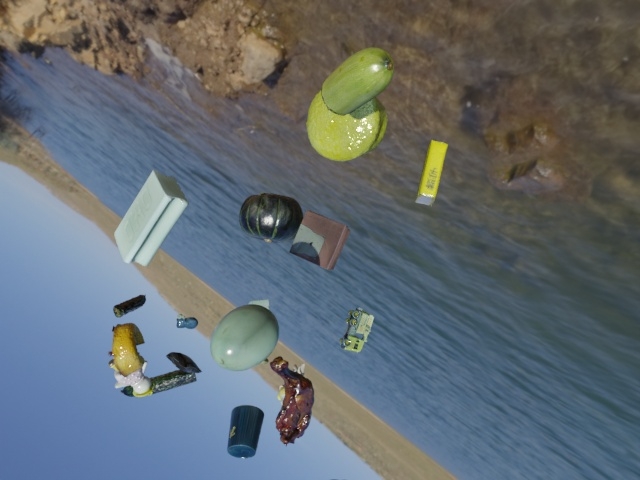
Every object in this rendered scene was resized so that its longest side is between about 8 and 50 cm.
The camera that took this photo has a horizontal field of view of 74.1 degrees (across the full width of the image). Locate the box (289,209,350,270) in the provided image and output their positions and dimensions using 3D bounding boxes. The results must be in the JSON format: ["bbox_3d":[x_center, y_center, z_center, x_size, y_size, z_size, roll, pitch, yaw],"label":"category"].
[{"bbox_3d":[0.000,0.000,1.889,0.215,0.215,0.086,22,179,25],"label":"box"}]

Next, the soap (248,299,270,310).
[{"bbox_3d":[-0.276,0.350,1.847,0.091,0.145,0.231,1,141,-16],"label":"soap"}]

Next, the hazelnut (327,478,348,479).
[{"bbox_3d":[0.024,0.723,1.094,0.180,0.212,0.181,16,-141,-49],"label":"hazelnut"}]

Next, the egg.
[{"bbox_3d":[-0.211,0.271,1.191,0.168,0.168,0.231,34,-153,13],"label":"egg"}]

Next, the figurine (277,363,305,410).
[{"bbox_3d":[-0.122,0.661,1.859,0.127,0.236,0.155,-21,153,39],"label":"figurine"}]

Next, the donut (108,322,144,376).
[{"bbox_3d":[-0.641,0.350,1.417,0.181,0.078,0.146,-112,10,-55],"label":"donut"}]

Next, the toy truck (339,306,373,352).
[{"bbox_3d":[0.145,0.348,1.636,0.100,0.169,0.077,21,167,-7],"label":"toy truck"}]

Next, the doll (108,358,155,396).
[{"bbox_3d":[-0.656,0.482,1.495,0.081,0.129,0.207,23,146,51],"label":"doll"}]

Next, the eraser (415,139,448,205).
[{"bbox_3d":[0.420,-0.252,1.610,0.069,0.226,0.158,13,177,6],"label":"eraser"}]

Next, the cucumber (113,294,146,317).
[{"bbox_3d":[-0.702,0.237,1.570,0.053,0.053,0.181,37,-164,4],"label":"cucumber"}]

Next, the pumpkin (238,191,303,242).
[{"bbox_3d":[-0.240,-0.109,2.096,0.323,0.242,0.323,9,179,0],"label":"pumpkin"}]

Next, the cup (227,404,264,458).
[{"bbox_3d":[-0.299,0.752,1.643,0.131,0.155,0.177,19,126,-12],"label":"cup"}]

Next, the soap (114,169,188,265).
[{"bbox_3d":[-0.542,-0.070,1.348,0.087,0.265,0.160,19,-155,-48],"label":"soap"}]

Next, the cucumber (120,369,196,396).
[{"bbox_3d":[-0.638,0.566,1.671,0.067,0.293,0.068,166,90,-81],"label":"cucumber"}]

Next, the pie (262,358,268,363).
[{"bbox_3d":[-0.220,0.410,1.484,0.084,0.021,0.084,21,176,2],"label":"pie"}]

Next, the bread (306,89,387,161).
[{"bbox_3d":[0.140,-0.539,1.935,0.348,0.348,0.307,33,-154,18],"label":"bread"}]

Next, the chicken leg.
[{"bbox_3d":[-0.097,0.518,1.415,0.095,0.158,0.407,26,131,38],"label":"chicken leg"}]

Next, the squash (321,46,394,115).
[{"bbox_3d":[0.110,-0.446,1.163,0.132,0.132,0.247,42,159,-17],"label":"squash"}]

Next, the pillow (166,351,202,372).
[{"bbox_3d":[-0.496,0.446,1.547,0.090,0.048,0.150,47,170,22],"label":"pillow"}]

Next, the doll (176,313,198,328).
[{"bbox_3d":[-0.519,0.319,1.648,0.083,0.051,0.076,9,156,-21],"label":"doll"}]
